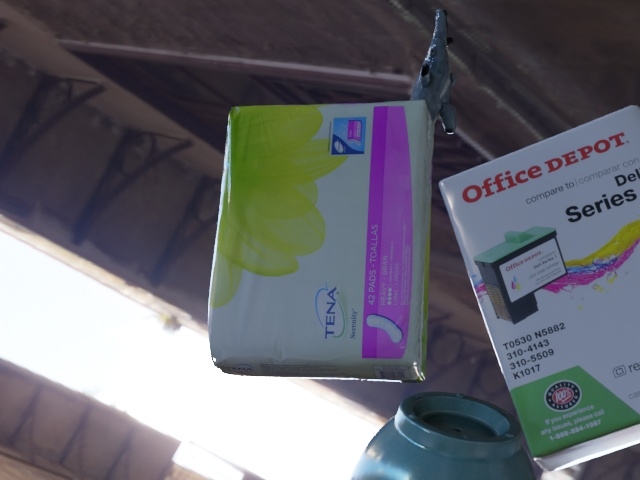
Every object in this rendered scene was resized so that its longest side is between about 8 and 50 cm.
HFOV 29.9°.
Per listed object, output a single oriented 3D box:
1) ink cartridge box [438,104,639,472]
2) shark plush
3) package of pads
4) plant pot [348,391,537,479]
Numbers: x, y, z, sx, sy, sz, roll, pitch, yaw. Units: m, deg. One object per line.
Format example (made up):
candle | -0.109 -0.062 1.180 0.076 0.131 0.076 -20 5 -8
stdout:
ink cartridge box | 0.249 0.044 1.098 0.117 0.201 0.278 44 -153 -65
shark plush | 0.140 -0.195 1.448 0.067 0.073 0.161 6 -72 -65
package of pads | 0.000 0.000 1.281 0.101 0.229 0.296 50 -138 -70
plant pot | 0.180 0.333 1.688 0.293 0.293 0.196 -3 -71 -39
